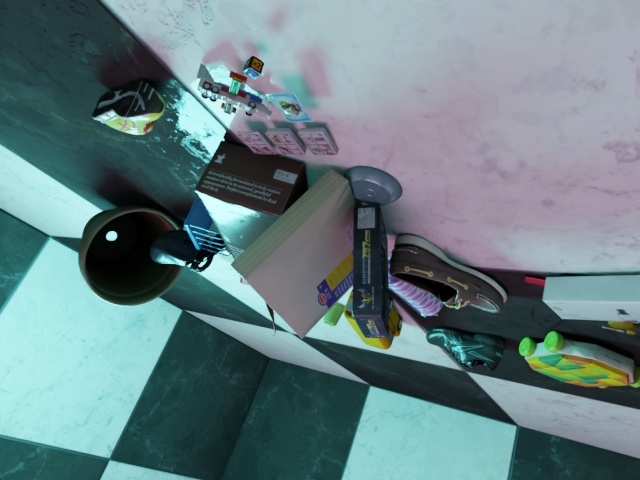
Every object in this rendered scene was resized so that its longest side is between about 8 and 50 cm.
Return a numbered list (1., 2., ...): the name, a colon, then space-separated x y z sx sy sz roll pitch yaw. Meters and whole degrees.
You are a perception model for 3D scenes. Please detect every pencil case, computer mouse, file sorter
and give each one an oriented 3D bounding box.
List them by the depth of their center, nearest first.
1. pencil case: 0.242 0.120 1.201 0.206 0.086 0.088 40 179 -36
2. file sorter: -0.280 -0.046 1.245 0.105 0.118 0.170 16 158 4
3. computer mouse: -0.407 0.010 1.383 0.272 0.188 0.072 2 126 29

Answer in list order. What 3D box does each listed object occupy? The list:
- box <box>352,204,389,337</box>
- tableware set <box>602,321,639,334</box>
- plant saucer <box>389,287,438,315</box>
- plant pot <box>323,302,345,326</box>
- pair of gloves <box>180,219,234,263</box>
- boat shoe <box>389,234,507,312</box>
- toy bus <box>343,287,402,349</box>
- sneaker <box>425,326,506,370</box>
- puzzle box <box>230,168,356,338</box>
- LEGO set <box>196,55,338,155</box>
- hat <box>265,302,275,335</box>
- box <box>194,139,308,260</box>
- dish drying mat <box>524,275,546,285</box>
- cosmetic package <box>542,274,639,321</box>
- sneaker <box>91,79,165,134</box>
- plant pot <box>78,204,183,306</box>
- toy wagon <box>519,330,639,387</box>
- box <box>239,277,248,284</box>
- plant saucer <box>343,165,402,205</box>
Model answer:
1. box: 0.106 0.069 0.954 0.059 0.232 0.183 -3 156 13
2. tableware set: 0.687 0.169 0.986 0.104 0.024 0.154 13 155 12
3. plant saucer: 0.280 0.177 1.375 0.067 0.018 0.192 -2 147 45
4. plant pot: 0.046 0.276 1.731 0.083 0.079 0.083 19 157 8
5. pair of gloves: -0.368 0.021 1.572 0.240 0.042 0.204 27 157 -15
6. boat shoe: 0.299 0.102 1.080 0.324 0.096 0.116 30 156 -19
7. toy bus: 0.180 0.260 1.505 0.108 0.130 0.332 11 155 25
8. sneaker: 0.455 0.349 1.497 0.267 0.106 0.101 0 151 45
9. puzzle box: -0.014 0.056 1.027 0.052 0.272 0.409 39 167 27
10. LEGO set: -0.090 -0.225 0.779 0.182 0.060 0.244 6 162 26
11. hat: -0.193 0.219 1.677 0.208 0.183 0.173 30 156 -19
12. box: -0.129 -0.048 1.075 0.191 0.143 0.381 17 156 12
13. dish drying mat: 0.489 0.091 1.002 0.083 0.008 0.032 10 156 24
14. cosmetic package: 0.571 0.114 0.891 0.099 0.060 0.239 37 153 -30
15. sneaker: -0.357 -0.251 0.907 0.208 0.081 0.094 11 163 40
16. plant pot: -0.656 0.021 1.537 0.280 0.323 0.323 21 164 46
17. toy wagon: 0.713 0.355 1.324 0.267 0.068 0.344 23 158 -3
18. box: -0.124 0.068 1.298 0.136 0.225 0.036 14 116 4
19. plant saucer: 0.099 -0.100 0.899 0.119 0.021 0.119 19 158 8
